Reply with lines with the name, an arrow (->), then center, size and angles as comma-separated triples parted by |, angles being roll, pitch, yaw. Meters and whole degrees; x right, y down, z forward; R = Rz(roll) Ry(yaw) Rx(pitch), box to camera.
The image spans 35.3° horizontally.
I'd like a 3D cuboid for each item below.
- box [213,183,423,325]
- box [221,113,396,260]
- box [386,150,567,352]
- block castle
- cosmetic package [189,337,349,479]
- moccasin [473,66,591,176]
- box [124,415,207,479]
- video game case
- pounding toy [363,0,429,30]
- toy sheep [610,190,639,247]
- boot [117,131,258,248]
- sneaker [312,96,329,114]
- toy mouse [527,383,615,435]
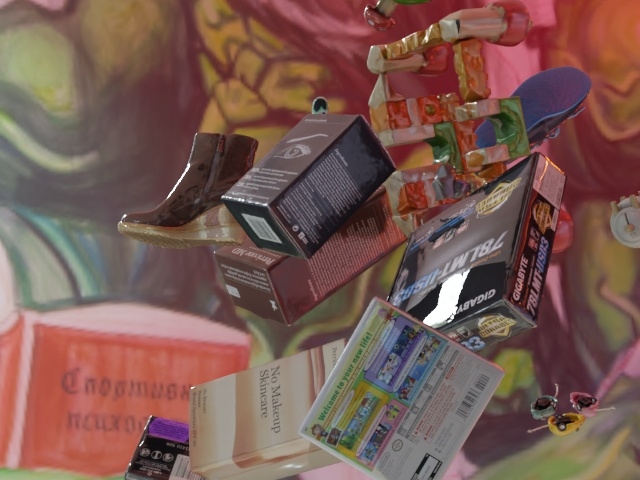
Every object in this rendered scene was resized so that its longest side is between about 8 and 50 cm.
box -> 0.000, 0.000, 2.011 | 0.381, 0.143, 0.191 | -36, 30, -28
box -> -0.017, -0.085, 1.489 | 0.207, 0.108, 0.153 | -45, 27, -18
box -> 0.211, 0.047, 1.467 | 0.073, 0.293, 0.295 | 39, -42, -16
block castle -> 0.277, -0.181, 1.829 | 0.213, 0.453, 0.303 | -12, 0, -34
cosmetic package -> -0.053, 0.278, 1.588 | 0.296, 0.153, 0.129 | -21, -36, 22
moccasin -> 0.446, -0.263, 2.208 | 0.342, 0.138, 0.117 | -32, -27, -16
box -> -0.259, 0.469, 1.798 | 0.165, 0.143, 0.270 | 13, -54, 3
video game case -> 0.103, 0.209, 1.306 | 0.193, 0.212, 0.023 | 30, 9, 6
pounding toy -> 0.072, -0.375, 1.462 | 0.110, 0.183, 0.237 | -55, -6, 17
toy sheep -> 0.501, -0.030, 1.600 | 0.091, 0.091, 0.132 | -17, 1, 37
boot -> -0.237, -0.094, 1.834 | 0.248, 0.207, 0.090 | 2, -17, 7
sneaker -> 0.000, -0.230, 1.962 | 0.038, 0.098, 0.069 | 14, 8, 5
toy mouse -> 0.434, 0.301, 1.788 | 0.161, 0.031, 0.143 | -11, 19, 3
